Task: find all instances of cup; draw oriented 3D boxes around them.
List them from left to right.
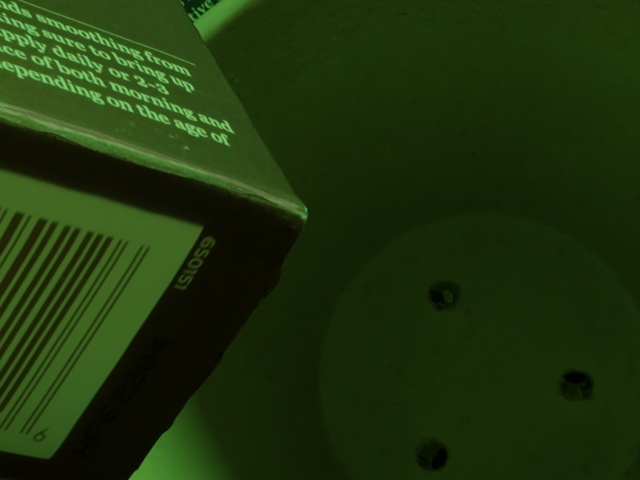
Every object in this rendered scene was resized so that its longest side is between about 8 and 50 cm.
[{"bbox_3d":[0.070,0.055,0.772,0.331,0.331,0.237,51,0,11],"label":"cup"}]

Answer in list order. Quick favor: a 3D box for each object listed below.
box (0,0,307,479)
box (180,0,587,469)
[{"bbox_3d":[-0.175,-0.095,0.612,0.191,0.143,0.381,17,30,-37],"label":"box"},{"bbox_3d":[0.035,-0.007,1.069,0.395,0.212,0.293,52,11,11],"label":"box"}]
